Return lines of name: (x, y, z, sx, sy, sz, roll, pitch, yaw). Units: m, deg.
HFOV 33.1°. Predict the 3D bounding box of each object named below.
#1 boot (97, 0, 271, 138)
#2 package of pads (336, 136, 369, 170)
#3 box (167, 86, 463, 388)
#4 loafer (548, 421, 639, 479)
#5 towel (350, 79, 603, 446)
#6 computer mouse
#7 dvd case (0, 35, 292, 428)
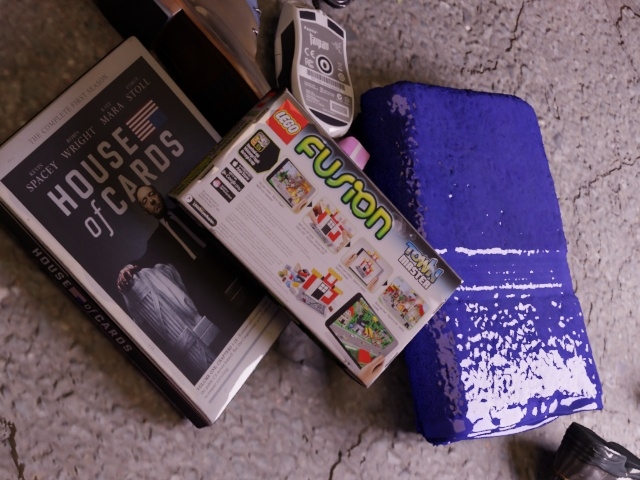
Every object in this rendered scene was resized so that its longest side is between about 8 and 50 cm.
boot: (-0.063, -0.151, 0.842, 0.219, 0.082, 0.106, 48, 54, -13)
package of pads: (0.002, -0.044, 0.877, 0.032, 0.050, 0.083, 43, 52, -13)
box: (0.000, 0.000, 0.799, 0.114, 0.036, 0.207, -47, 109, -9)
loafer: (0.269, 0.223, 1.005, 0.170, 0.062, 0.061, 31, 96, -35)
towel: (0.136, 0.018, 0.955, 0.228, 0.076, 0.308, 0, 76, -43)
computer mouse: (-0.013, -0.168, 0.918, 0.106, 0.042, 0.193, 19, 57, -38)
dvd case: (-0.114, -0.010, 0.785, 0.238, 0.030, 0.179, 50, 50, -15)
